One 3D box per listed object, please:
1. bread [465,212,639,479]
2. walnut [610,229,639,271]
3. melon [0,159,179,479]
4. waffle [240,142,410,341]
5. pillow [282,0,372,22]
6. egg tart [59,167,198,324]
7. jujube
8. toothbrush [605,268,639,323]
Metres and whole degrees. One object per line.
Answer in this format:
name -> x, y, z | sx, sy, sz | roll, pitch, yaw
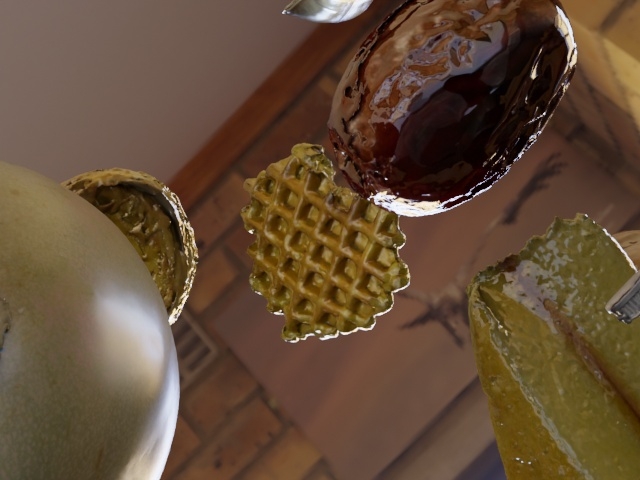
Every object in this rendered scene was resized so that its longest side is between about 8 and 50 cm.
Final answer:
bread -> 0.309, 0.167, 1.198 | 0.233, 0.245, 0.361 | -32, -70, -30
walnut -> 0.399, 0.109, 1.540 | 0.273, 0.227, 0.273 | -35, -45, -44
melon -> -0.221, 0.092, 0.779 | 0.268, 0.330, 0.268 | -14, -56, -21
waffle -> -0.001, 0.000, 1.602 | 0.051, 0.291, 0.291 | -11, -45, -48
pillow -> 0.021, -0.243, 1.170 | 0.091, 0.055, 0.136 | -37, -1, -19
egg tart -> -0.298, 0.043, 1.627 | 0.291, 0.107, 0.290 | -5, -80, -32
jujube -> 0.119, -0.129, 1.095 | 0.243, 0.183, 0.183 | -38, -33, -10
toothbrush -> 0.334, -0.043, 0.968 | 0.288, 0.024, 0.021 | -49, 3, 12
